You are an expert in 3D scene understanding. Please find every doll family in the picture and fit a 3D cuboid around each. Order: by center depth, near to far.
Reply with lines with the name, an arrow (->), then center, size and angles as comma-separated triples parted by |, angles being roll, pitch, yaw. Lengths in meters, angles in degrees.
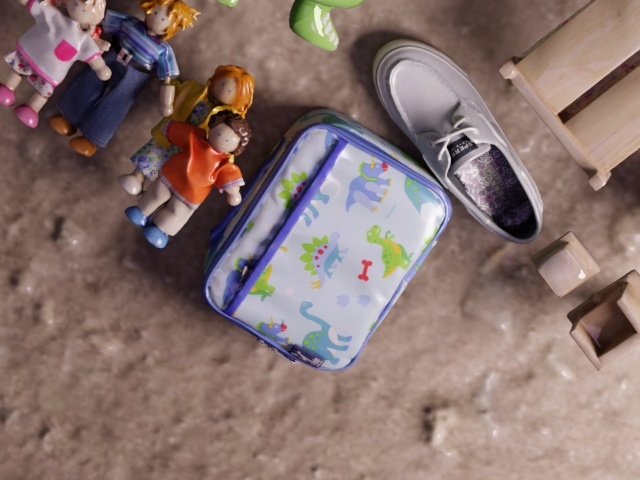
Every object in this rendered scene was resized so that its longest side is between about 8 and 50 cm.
doll family -> -0.155, -0.133, 1.457 | 0.263, 0.118, 0.163 | 42, 109, 2

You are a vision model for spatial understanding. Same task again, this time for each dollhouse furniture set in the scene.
dollhouse furniture set -> 0.272, -0.119, 1.485 | 0.303, 0.174, 0.355 | -37, 91, 23

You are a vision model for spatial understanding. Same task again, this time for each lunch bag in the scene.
lunch bag -> 0.000, 0.000, 1.515 | 0.176, 0.090, 0.219 | 33, 103, -12

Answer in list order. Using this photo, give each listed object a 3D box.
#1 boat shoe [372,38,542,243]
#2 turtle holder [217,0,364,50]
boat shoe -> 0.133, -0.088, 1.496 | 0.079, 0.081, 0.227 | -38, 108, 9
turtle holder -> -0.056, -0.327, 1.303 | 0.320, 0.243, 0.227 | 29, 106, -22
